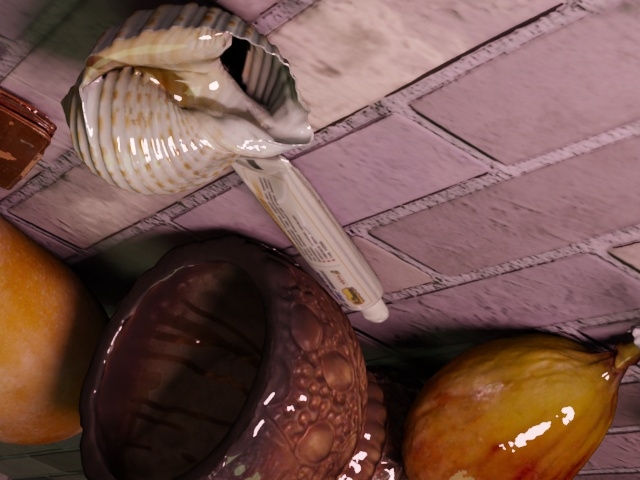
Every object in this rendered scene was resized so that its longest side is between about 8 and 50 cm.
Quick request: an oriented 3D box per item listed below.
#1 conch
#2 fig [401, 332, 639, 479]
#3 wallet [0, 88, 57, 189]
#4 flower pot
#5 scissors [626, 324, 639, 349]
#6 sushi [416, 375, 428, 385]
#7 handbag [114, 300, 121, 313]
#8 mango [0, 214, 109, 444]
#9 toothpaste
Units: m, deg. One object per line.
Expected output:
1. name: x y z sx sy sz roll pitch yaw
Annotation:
1. conch: -0.090 -0.096 0.849 0.153 0.102 0.135 -15 142 1
2. fig: 0.188 0.139 1.150 0.170 0.145 0.274 0 148 -48
3. wallet: -0.279 -0.090 1.138 0.095 0.026 0.176 32 156 -14
4. flower pot: -0.041 0.163 1.231 0.267 0.266 0.267 -2 154 44
5. scissors: 0.314 0.127 1.080 0.191 0.029 0.360 -7 152 32
6. sushi: 0.126 0.188 1.345 0.226 0.097 0.103 3 169 35
7. handbag: -0.096 0.119 1.431 0.256 0.079 0.219 16 153 5
8. mango: -0.332 0.085 1.386 0.221 0.199 0.384 39 162 28
9. toothpaste: 0.000 0.000 1.096 0.067 0.037 0.255 12 155 35
